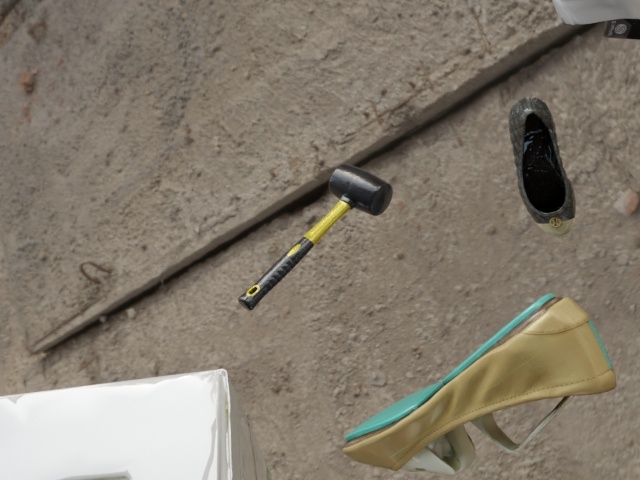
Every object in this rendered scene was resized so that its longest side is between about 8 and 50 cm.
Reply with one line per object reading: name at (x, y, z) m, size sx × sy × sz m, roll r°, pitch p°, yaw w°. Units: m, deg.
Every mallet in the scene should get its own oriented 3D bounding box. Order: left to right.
mallet at (0.000, 0.000, 0.557) m, size 0.062 × 0.039 × 0.190 m, roll 22°, pitch 59°, yaw 29°

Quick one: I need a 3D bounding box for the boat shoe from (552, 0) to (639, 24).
boat shoe at (0.210, -0.212, 0.390) m, size 0.113 × 0.306 × 0.105 m, roll -31°, pitch 108°, yaw 23°

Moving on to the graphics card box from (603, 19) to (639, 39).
graphics card box at (0.656, -0.400, 0.892) m, size 0.370 × 0.233 × 0.094 m, roll 10°, pitch 78°, yaw 19°

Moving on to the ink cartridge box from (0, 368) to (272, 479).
ink cartridge box at (-0.161, 0.246, 0.554) m, size 0.211 × 0.289 × 0.122 m, roll -7°, pitch 52°, yaw -2°

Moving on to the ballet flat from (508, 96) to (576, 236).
ballet flat at (0.244, -0.075, 0.647) m, size 0.057 × 0.049 × 0.173 m, roll -14°, pitch 114°, yaw 26°

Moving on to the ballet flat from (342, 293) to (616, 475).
ballet flat at (0.100, 0.127, 0.412) m, size 0.073 × 0.080 × 0.232 m, roll 56°, pitch 130°, yaw 17°
